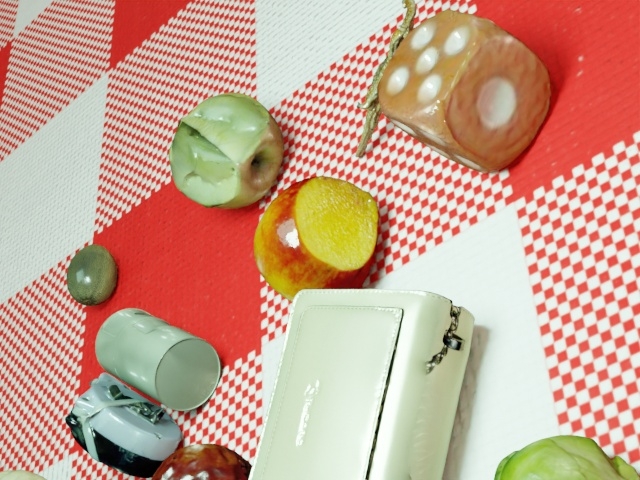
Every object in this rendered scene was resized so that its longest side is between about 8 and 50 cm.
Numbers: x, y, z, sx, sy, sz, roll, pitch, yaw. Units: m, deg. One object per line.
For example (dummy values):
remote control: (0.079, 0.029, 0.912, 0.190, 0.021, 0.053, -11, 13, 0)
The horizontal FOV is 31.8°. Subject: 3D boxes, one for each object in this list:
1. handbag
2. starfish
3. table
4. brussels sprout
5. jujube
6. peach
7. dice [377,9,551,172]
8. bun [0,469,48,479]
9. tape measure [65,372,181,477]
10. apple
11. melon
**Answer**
handbag: (0.058, 0.249, 1.446, 0.236, 0.160, 0.359, -4, 64, 42)
starfish: (0.109, -0.259, 1.750, 0.295, 0.048, 0.231, 104, -171, -48)
table: (-0.277, 0.198, 1.889, 0.220, 0.126, 0.126, 17, 79, 53)
brussels sprout: (0.262, 0.289, 1.202, 0.183, 0.145, 0.131, -119, 39, -55)
jujube: (-0.152, 0.426, 1.537, 0.197, 0.197, 0.290, -25, 63, 37)
peach: (0.000, 0.000, 1.662, 0.192, 0.190, 0.190, -50, 38, 12)
dice: (0.202, -0.207, 1.583, 0.179, 0.174, 0.175, 25, 86, 58)
bun: (-0.564, 0.528, 1.970, 0.259, 0.160, 0.259, -29, 47, 38)
tape measure: (-0.316, 0.302, 1.821, 0.107, 0.181, 0.182, -61, 4, 5)
apple: (-0.157, -0.150, 1.958, 0.188, 0.174, 0.207, 32, 85, 27)
melon: (-0.447, 0.067, 2.200, 0.098, 0.098, 0.131, -26, 44, 37)
